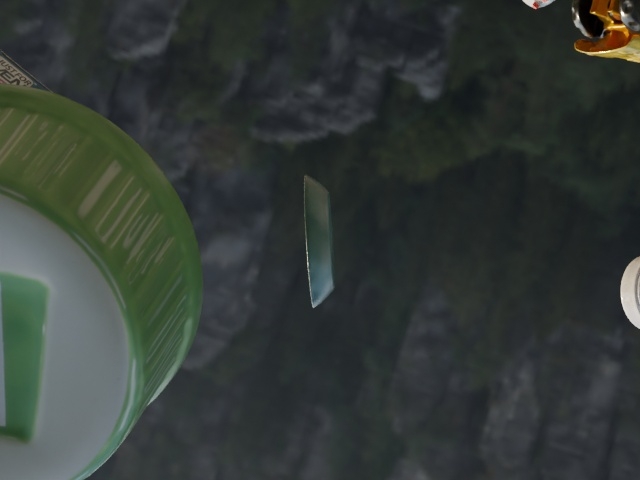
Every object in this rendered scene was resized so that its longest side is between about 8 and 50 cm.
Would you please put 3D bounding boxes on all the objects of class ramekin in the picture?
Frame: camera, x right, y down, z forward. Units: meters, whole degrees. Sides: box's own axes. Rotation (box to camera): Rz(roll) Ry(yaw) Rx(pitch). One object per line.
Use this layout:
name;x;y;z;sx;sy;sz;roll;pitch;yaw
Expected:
ramekin;-0.248;0.049;1.106;0.303;0.303;0.148;18;-157;-1

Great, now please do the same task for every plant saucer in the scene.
plant saucer;0.000;0.000;1.336;0.021;0.119;0.119;-3;169;3

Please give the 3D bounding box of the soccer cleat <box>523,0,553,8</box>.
soccer cleat;0.301;-0.367;1.923;0.068;0.076;0.196;40;157;11

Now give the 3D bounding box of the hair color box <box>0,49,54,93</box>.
hair color box;-0.364;-0.071;1.763;0.174;0.105;0.347;38;154;2

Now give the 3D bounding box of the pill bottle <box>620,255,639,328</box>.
pill bottle;0.475;0.060;1.826;0.119;0.119;0.208;23;164;-30

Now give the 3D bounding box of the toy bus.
toy bus;0.459;-0.328;1.947;0.211;0.220;0.149;12;-179;-21
